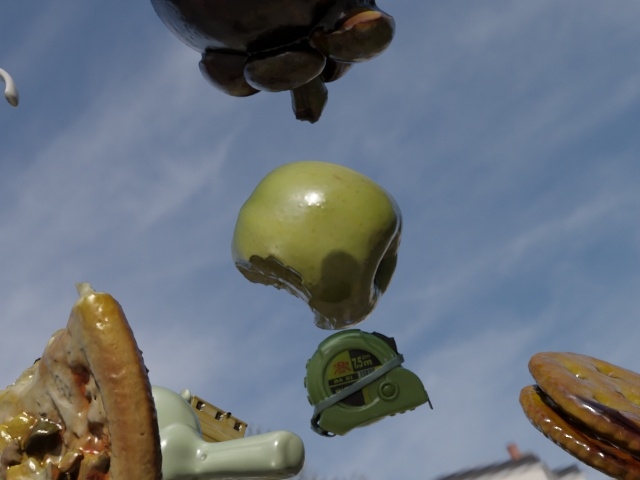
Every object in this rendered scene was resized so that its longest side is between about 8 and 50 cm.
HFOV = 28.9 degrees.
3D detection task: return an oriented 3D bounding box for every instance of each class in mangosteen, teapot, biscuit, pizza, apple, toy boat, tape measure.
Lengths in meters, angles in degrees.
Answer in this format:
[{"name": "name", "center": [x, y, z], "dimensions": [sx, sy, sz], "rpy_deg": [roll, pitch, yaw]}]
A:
[{"name": "mangosteen", "center": [-0.054, -0.309, 1.472], "dimensions": [0.307, 0.346, 0.307], "rpy_deg": [-19, 1, 1]}, {"name": "teapot", "center": [-0.179, 0.281, 1.461], "dimensions": [0.149, 0.318, 0.220], "rpy_deg": [33, -103, -32]}, {"name": "biscuit", "center": [0.298, 0.179, 1.210], "dimensions": [0.220, 0.220, 0.066], "rpy_deg": [11, -74, -41]}, {"name": "pizza", "center": [-0.175, 0.124, 0.741], "dimensions": [0.195, 0.185, 0.052], "rpy_deg": [-13, -8, 36]}, {"name": "apple", "center": [0.000, 0.000, 1.946], "dimensions": [0.279, 0.279, 0.279], "rpy_deg": [-16, -35, -12]}, {"name": "toy boat", "center": [-0.170, 0.264, 1.743], "dimensions": [0.200, 0.077, 0.057], "rpy_deg": [31, -44, -19]}, {"name": "tape measure", "center": [0.054, 0.205, 1.806], "dimensions": [0.178, 0.154, 0.087], "rpy_deg": [-21, -6, -1]}]

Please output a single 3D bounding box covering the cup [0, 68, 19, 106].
[{"name": "cup", "center": [-0.466, -0.141, 1.563], "dimensions": [0.173, 0.142, 0.134], "rpy_deg": [-13, -62, -38]}]
